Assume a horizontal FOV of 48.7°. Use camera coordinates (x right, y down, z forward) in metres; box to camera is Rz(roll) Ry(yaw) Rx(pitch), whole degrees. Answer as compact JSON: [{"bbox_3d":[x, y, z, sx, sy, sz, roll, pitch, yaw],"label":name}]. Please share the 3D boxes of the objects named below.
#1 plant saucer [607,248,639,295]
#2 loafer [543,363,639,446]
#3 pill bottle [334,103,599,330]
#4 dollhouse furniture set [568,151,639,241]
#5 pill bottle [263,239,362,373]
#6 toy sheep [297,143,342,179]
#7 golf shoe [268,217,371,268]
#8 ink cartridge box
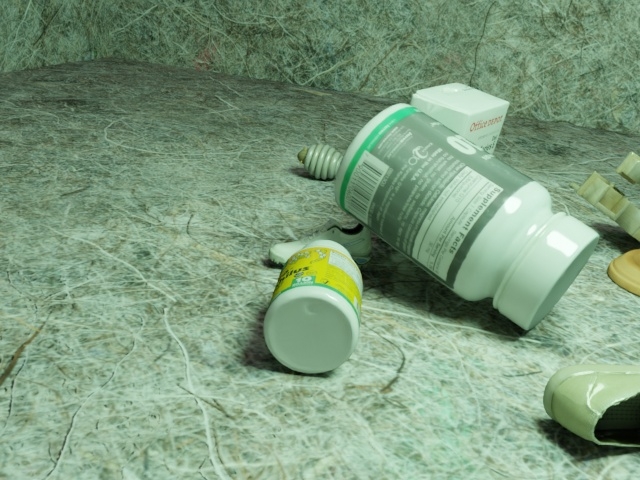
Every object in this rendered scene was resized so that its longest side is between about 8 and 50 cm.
[{"bbox_3d":[0.610,0.061,1.236,0.200,0.037,0.200,5,21,-2],"label":"plant saucer"},{"bbox_3d":[0.390,0.189,0.787,0.269,0.101,0.092,-5,23,-2],"label":"loafer"},{"bbox_3d":[0.214,-0.038,1.074,0.361,0.204,0.204,38,34,23],"label":"pill bottle"},{"bbox_3d":[0.703,-0.157,1.345,0.303,0.355,0.173,32,17,-14],"label":"dollhouse furniture set"},{"bbox_3d":[-0.003,0.075,0.939,0.118,0.117,0.208,7,22,3],"label":"pill bottle"},{"bbox_3d":[0.009,-0.181,1.642,0.132,0.091,0.091,14,23,8],"label":"toy sheep"},{"bbox_3d":[0.000,0.000,1.176,0.176,0.085,0.069,-2,24,-17],"label":"golf shoe"},{"bbox_3d":[0.224,-0.136,1.302,0.115,0.272,0.198,27,29,25],"label":"ink cartridge box"}]
